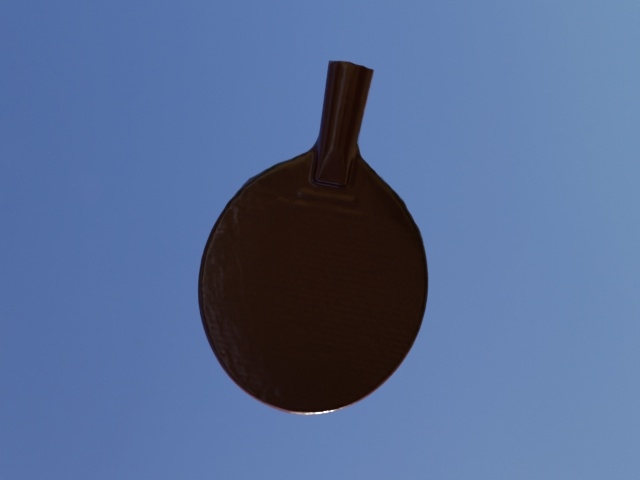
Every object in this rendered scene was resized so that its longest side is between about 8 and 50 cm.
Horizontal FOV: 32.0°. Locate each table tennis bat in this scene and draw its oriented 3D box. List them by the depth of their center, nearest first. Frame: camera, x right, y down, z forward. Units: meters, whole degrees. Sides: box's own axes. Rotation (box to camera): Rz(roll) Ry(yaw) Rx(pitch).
[{"bbox_3d":[0.000,0.000,0.968,0.038,0.201,0.310,-36,-44,-86],"label":"table tennis bat"}]
